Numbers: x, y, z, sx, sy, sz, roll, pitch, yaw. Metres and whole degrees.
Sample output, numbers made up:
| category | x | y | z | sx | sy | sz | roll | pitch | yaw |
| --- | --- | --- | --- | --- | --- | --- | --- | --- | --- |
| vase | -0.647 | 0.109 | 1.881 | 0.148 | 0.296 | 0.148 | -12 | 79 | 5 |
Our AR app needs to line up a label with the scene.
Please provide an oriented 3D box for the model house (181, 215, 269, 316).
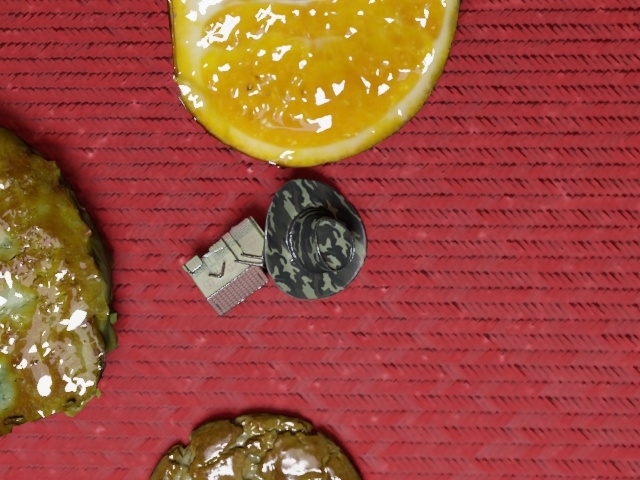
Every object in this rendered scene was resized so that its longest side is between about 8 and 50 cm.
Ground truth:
| category | x | y | z | sx | sy | sz | roll | pitch | yaw |
| --- | --- | --- | --- | --- | --- | --- | --- | --- | --- |
| model house | -0.079 | 0.024 | 1.148 | 0.083 | 0.057 | 0.058 | -35 | 82 | 0 |

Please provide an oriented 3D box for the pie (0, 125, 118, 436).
| category | x | y | z | sx | sy | sz | roll | pitch | yaw |
| --- | --- | --- | --- | --- | --- | --- | --- | --- | --- |
| pie | -0.346 | 0.034 | 1.143 | 0.288 | 0.103 | 0.354 | -35 | 82 | 3 |

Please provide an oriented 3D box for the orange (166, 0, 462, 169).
| category | x | y | z | sx | sy | sz | roll | pitch | yaw |
| --- | --- | --- | --- | --- | --- | --- | --- | --- | --- |
| orange | -0.015 | -0.225 | 1.053 | 0.274 | 0.274 | 0.310 | -14 | 88 | 3 |

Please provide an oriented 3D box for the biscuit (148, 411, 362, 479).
| category | x | y | z | sx | sy | sz | roll | pitch | yaw |
| --- | --- | --- | --- | --- | --- | --- | --- | --- | --- |
| biscuit | -0.059 | 0.268 | 1.147 | 0.226 | 0.042 | 0.226 | 0 | 88 | 5 |

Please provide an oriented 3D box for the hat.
| category | x | y | z | sx | sy | sz | roll | pitch | yaw |
| --- | --- | --- | --- | --- | --- | --- | --- | --- | --- |
| hat | 0.000 | 0.000 | 1.129 | 0.121 | 0.050 | 0.121 | -3 | 96 | -32 |
